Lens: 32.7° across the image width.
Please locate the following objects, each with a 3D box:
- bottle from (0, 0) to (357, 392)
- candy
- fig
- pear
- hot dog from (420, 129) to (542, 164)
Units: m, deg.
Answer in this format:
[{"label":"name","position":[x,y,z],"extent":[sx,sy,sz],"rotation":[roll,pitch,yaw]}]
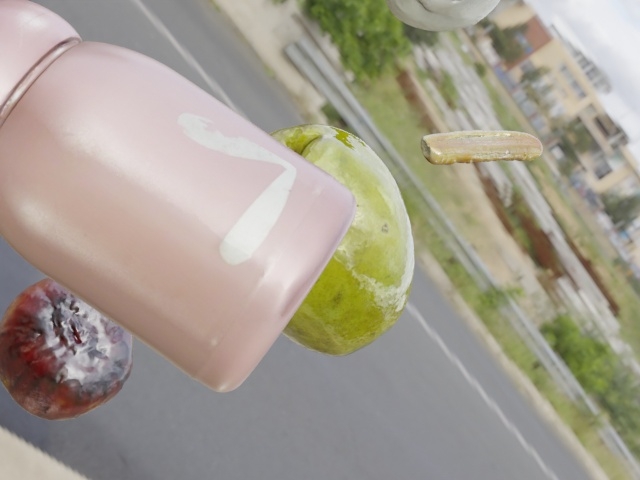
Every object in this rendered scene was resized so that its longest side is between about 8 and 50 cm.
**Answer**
[{"label":"bottle","position":[-0.137,-0.040,0.745],"extent":[0.297,0.173,0.206],"rotation":[36,12,-2]},{"label":"candy","position":[0.231,-0.536,2.049],"extent":[0.295,0.295,0.185],"rotation":[52,-3,-14]},{"label":"fig","position":[-0.416,0.183,1.779],"extent":[0.224,0.263,0.224],"rotation":[27,32,-19]},{"label":"pear","position":[0.000,0.000,1.402],"extent":[0.253,0.253,0.307],"rotation":[-109,172,-54]},{"label":"hot dog","position":[0.157,-0.091,1.072],"extent":[0.137,0.028,0.044],"rotation":[-7,47,-28]}]
